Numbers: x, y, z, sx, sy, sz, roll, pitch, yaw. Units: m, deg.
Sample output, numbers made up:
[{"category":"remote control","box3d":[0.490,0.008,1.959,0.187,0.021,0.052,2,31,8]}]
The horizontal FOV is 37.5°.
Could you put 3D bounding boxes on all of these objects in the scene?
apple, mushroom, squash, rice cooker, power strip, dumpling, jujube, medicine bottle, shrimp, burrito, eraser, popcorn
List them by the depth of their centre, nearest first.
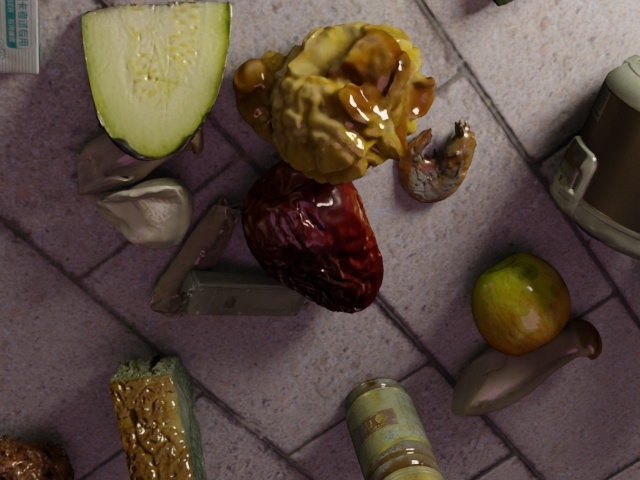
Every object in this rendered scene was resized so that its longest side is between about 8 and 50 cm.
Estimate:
[{"category":"eraser","box3d":[-0.472,-0.361,1.412,0.096,0.052,0.225,2,122,-12]},{"category":"squash","box3d":[-0.246,-0.253,1.479,0.237,0.155,0.204,-5,125,-8]},{"category":"popcorn","box3d":[0.018,-0.215,1.514,0.333,0.264,0.225,1,156,14]},{"category":"mushroom","box3d":[-0.312,-0.145,1.565,0.247,0.096,0.108,-26,124,3]},{"category":"dumpling","box3d":[-0.301,-0.048,1.613,0.167,0.216,0.126,3,92,-7]},{"category":"rice cooker","box3d":[0.598,-0.124,1.659,0.335,0.335,0.325,9,121,-18]},{"category":"jujube","box3d":[0.000,0.000,1.685,0.216,0.216,0.342,-28,132,6]},{"category":"shrimp","box3d":[0.213,-0.146,1.716,0.133,0.051,0.187,12,122,-20]},{"category":"burrito","box3d":[-0.223,0.030,1.726,0.082,0.059,0.275,17,119,-35]},{"category":"power strip","box3d":[-0.140,0.100,1.759,0.272,0.052,0.078,3,126,-35]},{"category":"apple","box3d":[0.391,0.121,1.855,0.196,0.196,0.195,-6,124,-9]},{"category":"medicine bottle","box3d":[0.151,0.434,1.918,0.151,0.322,0.151,-6,124,-10]},{"category":"mushroom","box3d":[0.429,0.268,1.997,0.350,0.128,0.128,-25,125,1]}]

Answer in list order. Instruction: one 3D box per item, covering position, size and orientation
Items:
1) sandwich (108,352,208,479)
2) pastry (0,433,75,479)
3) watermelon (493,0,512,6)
[{"category":"sandwich","box3d":[-0.298,0.371,1.798,0.131,0.325,0.262,-16,160,-3]},{"category":"pastry","box3d":[-0.608,0.522,1.877,0.275,0.192,0.274,-7,126,-9]},{"category":"watermelon","box3d":[0.353,-0.453,1.517,0.158,0.121,0.097,-22,103,-3]}]
